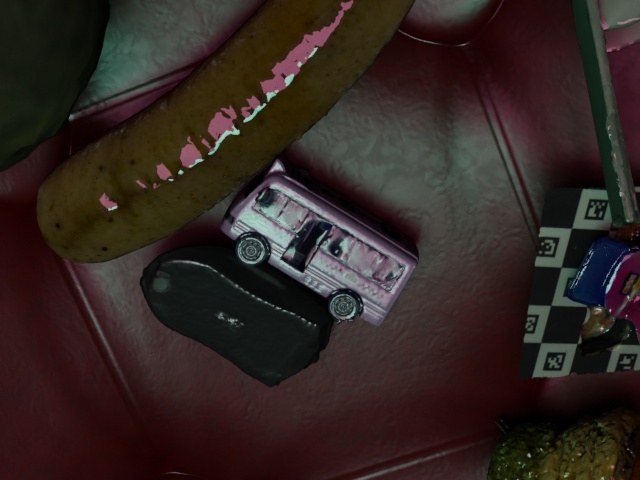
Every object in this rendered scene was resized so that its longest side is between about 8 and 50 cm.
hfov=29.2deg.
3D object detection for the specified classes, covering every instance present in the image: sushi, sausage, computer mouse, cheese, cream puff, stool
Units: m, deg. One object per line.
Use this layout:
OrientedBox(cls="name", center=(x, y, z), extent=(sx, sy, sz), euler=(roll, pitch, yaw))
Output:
OrientedBox(cls="sushi", center=(0.293, 0.035, 1.284), extent=(0.192, 0.050, 0.215), euler=(-2, 114, -17))
OrientedBox(cls="sausage", center=(-0.085, -0.135, 1.239), extent=(0.501, 0.123, 0.136), euler=(-37, 68, 15))
OrientedBox(cls="computer mouse", center=(-0.090, 0.071, 1.327), extent=(0.217, 0.073, 0.122), euler=(33, 122, -14))
OrientedBox(cls="cheese", center=(0.364, 0.057, 1.253), extent=(0.244, 0.062, 0.155), euler=(17, 109, -24))
OrientedBox(cls="cream puff", center=(0.257, 0.255, 1.321), extent=(0.169, 0.183, 0.183), euler=(11, 110, 27))
OrientedBox(cls="stool", center=(0.369, -0.162, 1.117), extent=(0.244, 0.170, 0.269), euler=(-9, 87, 9))

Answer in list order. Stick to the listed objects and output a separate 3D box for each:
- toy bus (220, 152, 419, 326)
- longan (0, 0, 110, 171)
OrientedBox(cls="toy bus", center=(0.000, 0.000, 1.285), extent=(0.199, 0.096, 0.108), euler=(32, 104, -7))
OrientedBox(cls="longan", center=(-0.385, -0.230, 1.105), extent=(0.391, 0.391, 0.391), euler=(2, 108, 5))
